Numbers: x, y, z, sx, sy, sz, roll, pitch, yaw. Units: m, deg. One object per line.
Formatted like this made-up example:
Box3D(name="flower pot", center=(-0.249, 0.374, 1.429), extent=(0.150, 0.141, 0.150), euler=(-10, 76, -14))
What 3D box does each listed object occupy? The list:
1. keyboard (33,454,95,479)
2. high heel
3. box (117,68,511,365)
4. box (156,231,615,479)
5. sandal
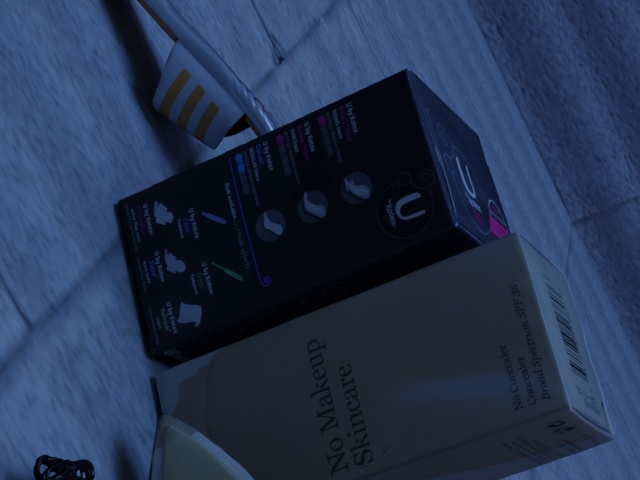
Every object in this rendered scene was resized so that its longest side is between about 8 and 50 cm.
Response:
Box3D(name="keyboard", center=(-0.155, 0.187, 1.027), extent=(0.180, 0.023, 0.108), euler=(14, 61, -76))
Box3D(name="high heel", center=(-0.062, 0.261, 1.166), extent=(0.186, 0.093, 0.261), euler=(93, -28, -66))
Box3D(name="box", center=(0.000, 0.000, 1.306), extent=(0.165, 0.270, 0.143), euler=(31, 39, -60))
Box3D(name="box", center=(0.045, 0.125, 1.220), extent=(0.121, 0.311, 0.148), euler=(33, 37, -59))
Box3D(name="sandal", center=(-0.129, -0.153, 1.461), extent=(0.265, 0.076, 0.102), euler=(48, 2, 8))
